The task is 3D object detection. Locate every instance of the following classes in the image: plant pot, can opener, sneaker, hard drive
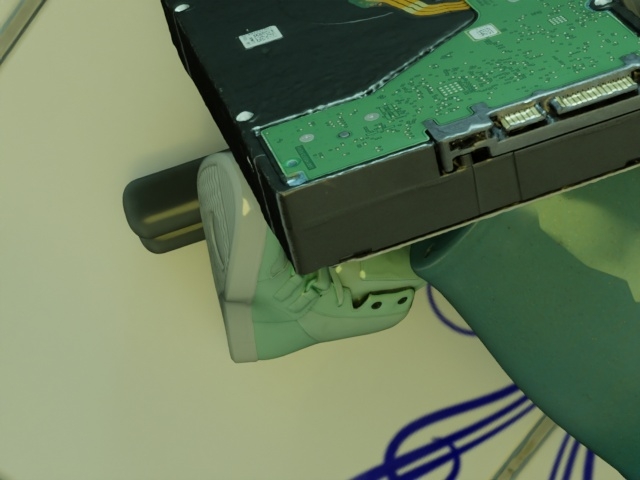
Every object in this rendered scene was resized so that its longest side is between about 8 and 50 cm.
[{"bbox_3d":[0.209,0.011,1.054,0.255,0.272,0.272,32,99,-10],"label":"plant pot"},{"bbox_3d":[-0.008,-0.070,1.135,0.280,0.074,0.093,-23,69,0],"label":"can opener"},{"bbox_3d":[0.000,0.000,1.075,0.151,0.256,0.094,-12,67,-5],"label":"sneaker"},{"bbox_3d":[0.046,-0.114,0.969,0.236,0.339,0.064,-19,122,-8],"label":"hard drive"}]

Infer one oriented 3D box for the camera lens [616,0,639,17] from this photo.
[{"bbox_3d":[0.260,-0.208,1.005,0.219,0.274,0.219,-1,104,-3],"label":"camera lens"}]
